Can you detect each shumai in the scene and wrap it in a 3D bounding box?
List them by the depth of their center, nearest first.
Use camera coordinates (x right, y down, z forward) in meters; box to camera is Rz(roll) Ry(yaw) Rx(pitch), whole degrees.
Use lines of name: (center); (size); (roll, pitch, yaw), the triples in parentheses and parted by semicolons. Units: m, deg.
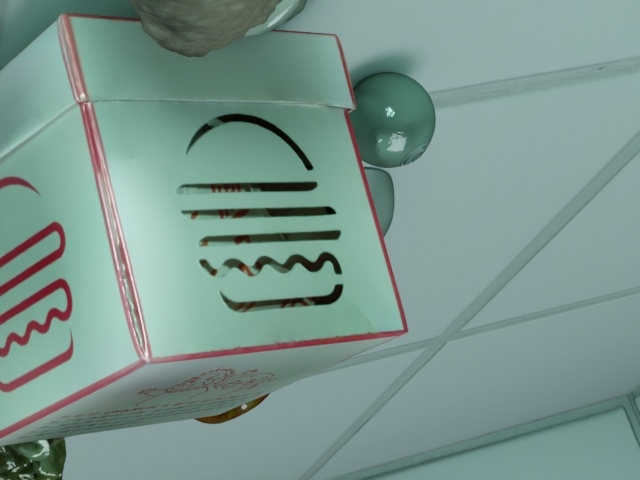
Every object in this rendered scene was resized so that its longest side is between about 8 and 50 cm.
shumai: (-0.457, 0.280, 2.090); (0.255, 0.189, 0.218); (24, 116, -43)

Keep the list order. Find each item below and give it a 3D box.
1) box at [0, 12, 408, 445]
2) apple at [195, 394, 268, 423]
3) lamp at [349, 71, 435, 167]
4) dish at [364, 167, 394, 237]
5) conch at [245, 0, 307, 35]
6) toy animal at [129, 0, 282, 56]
box: (-0.152, -0.002, 1.338); (0.314, 0.300, 0.312); (-3, 163, -42)
apple: (-0.135, 0.153, 2.028); (0.181, 0.168, 0.181); (-21, 157, -10)
lamp: (0.073, -0.128, 1.573); (0.105, 0.105, 0.105); (-18, 161, -7)
dish: (0.000, 0.000, 1.870); (0.227, 0.086, 0.236); (-28, 159, 19)
conch: (-0.057, -0.223, 1.256); (0.104, 0.094, 0.176); (-38, -175, 12)
toy animal: (-0.071, -0.266, 0.927); (0.226, 0.188, 0.358); (-33, 159, 2)
